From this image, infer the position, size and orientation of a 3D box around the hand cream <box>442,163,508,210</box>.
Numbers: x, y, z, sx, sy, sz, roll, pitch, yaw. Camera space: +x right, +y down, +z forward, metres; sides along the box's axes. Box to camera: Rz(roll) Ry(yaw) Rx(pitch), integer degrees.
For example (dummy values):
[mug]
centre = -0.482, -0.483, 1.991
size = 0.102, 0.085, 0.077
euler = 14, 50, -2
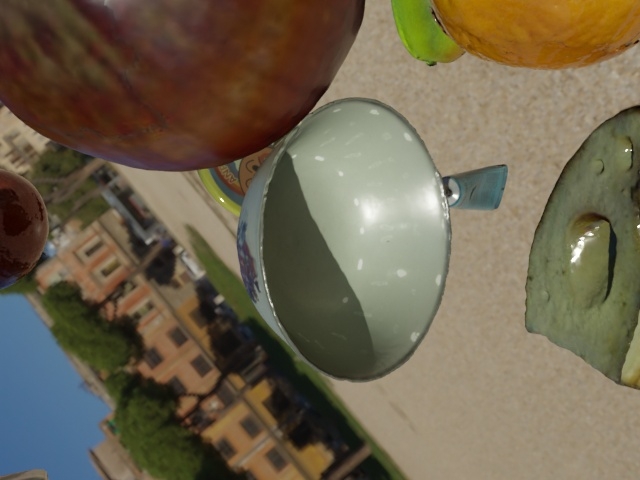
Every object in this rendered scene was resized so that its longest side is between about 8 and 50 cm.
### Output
[hand cream]
centre = 0.253, -0.086, 1.560
size = 0.048, 0.083, 0.224
euler = 19, -166, 33

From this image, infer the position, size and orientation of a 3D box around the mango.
[mango]
centre = 0.141, -0.328, 1.139
size = 0.111, 0.125, 0.233
euler = 12, 122, 42

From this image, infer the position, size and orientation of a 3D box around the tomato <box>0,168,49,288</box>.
[tomato]
centre = -0.432, -0.018, 1.204
size = 0.167, 0.167, 0.167
euler = 49, 173, 8

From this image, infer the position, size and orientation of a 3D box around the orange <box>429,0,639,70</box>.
[orange]
centre = 0.199, -0.246, 0.827
size = 0.219, 0.219, 0.193
euler = -148, 39, -68

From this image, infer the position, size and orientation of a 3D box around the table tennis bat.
[table tennis bat]
centre = -0.036, -0.141, 1.547
size = 0.054, 0.368, 0.224
euler = -30, 68, 58

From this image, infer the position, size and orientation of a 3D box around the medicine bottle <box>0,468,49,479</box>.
[medicine bottle]
centre = -0.469, 0.385, 1.264
size = 0.078, 0.219, 0.115
euler = -164, 66, -74

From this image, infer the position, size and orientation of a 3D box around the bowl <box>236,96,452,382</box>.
[bowl]
centre = 0.000, 0.000, 1.158
size = 0.157, 0.337, 0.337
euler = -1, 135, 44

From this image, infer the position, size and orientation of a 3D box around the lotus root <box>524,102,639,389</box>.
[lotus root]
centre = 0.313, -0.001, 0.888
size = 0.210, 0.314, 0.142
euler = 4, -153, -27

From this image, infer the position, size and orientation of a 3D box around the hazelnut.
[hazelnut]
centre = -0.145, -0.265, 0.968
size = 0.402, 0.429, 0.402
euler = 40, -161, -16
